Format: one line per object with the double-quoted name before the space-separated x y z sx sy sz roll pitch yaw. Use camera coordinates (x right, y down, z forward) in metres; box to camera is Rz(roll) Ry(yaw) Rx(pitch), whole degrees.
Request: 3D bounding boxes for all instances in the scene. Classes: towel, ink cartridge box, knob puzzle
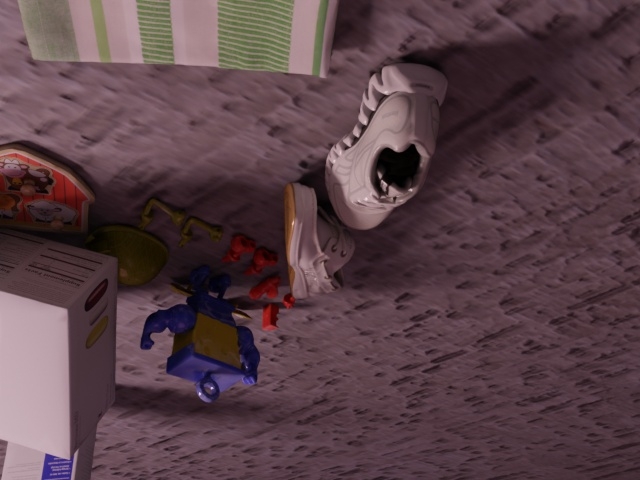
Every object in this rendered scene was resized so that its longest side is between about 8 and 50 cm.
"towel" -0.141 -0.253 0.910 0.325 0.038 0.247 2 149 -4
"ink cartridge box" -0.523 0.442 1.758 0.166 0.332 0.065 -8 147 15
"knob puzzle" -0.400 -0.061 1.227 0.213 0.030 0.213 0 148 0

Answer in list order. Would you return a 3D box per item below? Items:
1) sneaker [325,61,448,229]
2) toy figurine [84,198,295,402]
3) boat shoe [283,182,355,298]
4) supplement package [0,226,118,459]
"sneaker" 0.072 -0.083 1.116 0.110 0.118 0.292 4 150 -11
"toy figurine" -0.169 0.122 1.351 0.191 0.217 0.363 -26 141 35
"boat shoe" 0.000 0.000 1.275 0.096 0.098 0.277 -2 156 1
"supplement package" -0.410 0.143 1.301 0.204 0.145 0.261 14 120 10
